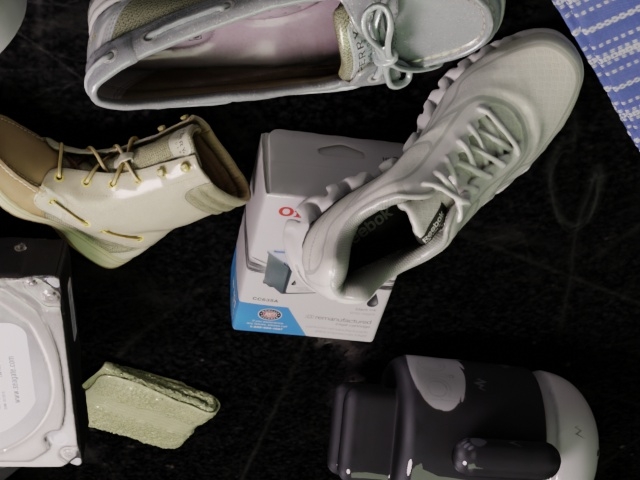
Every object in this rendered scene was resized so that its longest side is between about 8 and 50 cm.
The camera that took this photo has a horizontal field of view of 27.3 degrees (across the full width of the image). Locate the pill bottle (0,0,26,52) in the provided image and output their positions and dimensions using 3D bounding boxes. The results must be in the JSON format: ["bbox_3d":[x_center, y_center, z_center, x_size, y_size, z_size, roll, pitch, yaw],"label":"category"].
[{"bbox_3d":[-0.316,-0.242,0.813,0.181,0.181,0.323,-15,138,13],"label":"pill bottle"}]

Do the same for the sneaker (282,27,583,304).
[{"bbox_3d":[0.102,-0.052,1.046,0.292,0.118,0.110,-43,104,2],"label":"sneaker"}]

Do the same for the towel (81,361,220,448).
[{"bbox_3d":[-0.195,0.182,1.430,0.148,0.027,0.110,22,134,-26],"label":"towel"}]

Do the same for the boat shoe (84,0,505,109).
[{"bbox_3d":[-0.018,-0.152,0.995,0.320,0.103,0.118,-2,139,-1],"label":"boat shoe"}]

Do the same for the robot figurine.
[{"bbox_3d":[0.150,0.213,1.374,0.278,0.209,0.173,7,125,-11],"label":"robot figurine"}]

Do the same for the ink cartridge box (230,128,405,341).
[{"bbox_3d":[0.000,0.000,1.191,0.140,0.082,0.190,6,139,-9],"label":"ink cartridge box"}]

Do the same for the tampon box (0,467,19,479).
[{"bbox_3d":[-0.352,0.172,1.350,0.120,0.101,0.161,27,131,-30],"label":"tampon box"}]

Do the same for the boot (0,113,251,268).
[{"bbox_3d":[-0.177,-0.063,1.103,0.165,0.077,0.213,-22,141,26],"label":"boot"}]

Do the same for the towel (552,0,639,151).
[{"bbox_3d":[0.322,-0.191,1.032,0.243,0.040,0.336,-23,137,18],"label":"towel"}]

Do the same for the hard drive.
[{"bbox_3d":[-0.386,0.103,1.171,0.339,0.064,0.237,2,128,-2],"label":"hard drive"}]
